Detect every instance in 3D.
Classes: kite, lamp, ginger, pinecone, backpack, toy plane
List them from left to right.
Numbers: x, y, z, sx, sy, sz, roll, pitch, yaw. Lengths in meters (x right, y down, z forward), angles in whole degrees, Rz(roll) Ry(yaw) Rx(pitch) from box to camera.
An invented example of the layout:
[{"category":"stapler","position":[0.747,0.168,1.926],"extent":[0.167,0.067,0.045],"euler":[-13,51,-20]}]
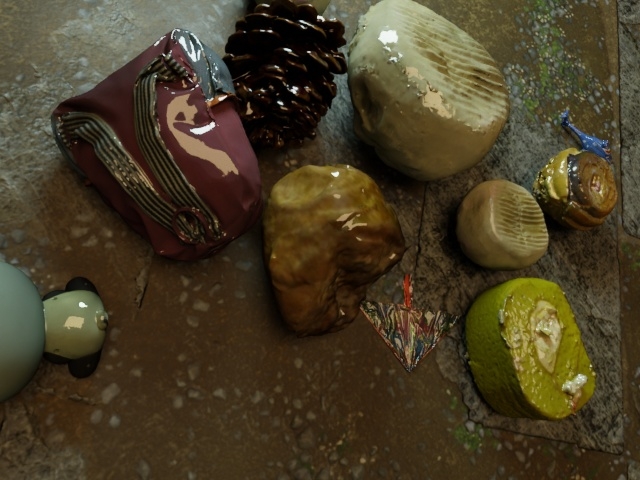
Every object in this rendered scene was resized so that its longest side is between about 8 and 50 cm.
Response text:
[{"category":"lamp","position":[-0.424,0.120,0.674],"extent":[0.244,0.198,0.197],"euler":[3,73,-43]},{"category":"backpack","position":[-0.233,-0.120,0.776],"extent":[0.284,0.197,0.317],"euler":[-27,87,14]},{"category":"pinecone","position":[-0.072,-0.290,0.885],"extent":[0.224,0.224,0.272],"euler":[23,76,-12]},{"category":"ginger","position":[-0.003,0.000,0.840],"extent":[0.269,0.200,0.223],"euler":[-49,57,12]},{"category":"kite","position":[0.163,0.154,0.954],"extent":[0.233,0.009,0.189],"euler":[9,73,-17]},{"category":"toy plane","position":[0.643,-0.244,1.212],"extent":[0.167,0.062,0.054],"euler":[45,66,8]}]

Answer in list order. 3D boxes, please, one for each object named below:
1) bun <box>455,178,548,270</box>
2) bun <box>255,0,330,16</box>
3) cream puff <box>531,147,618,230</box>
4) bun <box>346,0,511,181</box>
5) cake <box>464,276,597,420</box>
[{"category":"bun","position":[0.359,-0.025,1.015],"extent":[0.193,0.128,0.178],"euler":[8,72,-29]},{"category":"bun","position":[-0.061,-0.544,0.931],"extent":[0.169,0.273,0.272],"euler":[-7,77,-24]},{"category":"cream puff","position":[0.550,-0.107,1.101],"extent":[0.189,0.129,0.188],"euler":[7,75,-27]},{"category":"bun","position":[0.195,-0.287,0.974],"extent":[0.326,0.234,0.361],"euler":[-20,76,-34]},{"category":"cake","position":[0.385,0.203,0.947],"extent":[0.179,0.156,0.260],"euler":[-12,78,-29]}]
